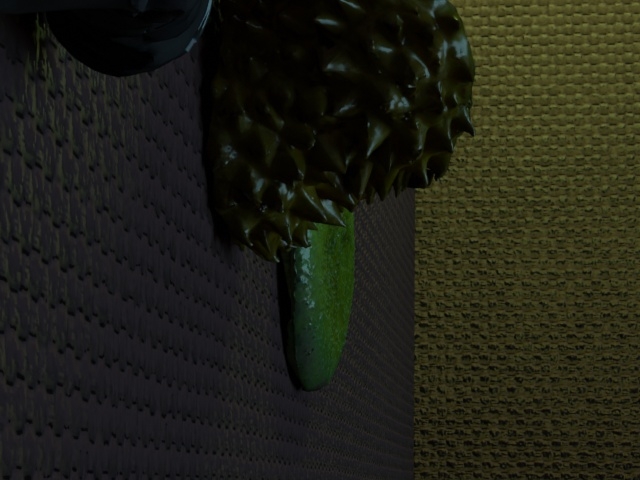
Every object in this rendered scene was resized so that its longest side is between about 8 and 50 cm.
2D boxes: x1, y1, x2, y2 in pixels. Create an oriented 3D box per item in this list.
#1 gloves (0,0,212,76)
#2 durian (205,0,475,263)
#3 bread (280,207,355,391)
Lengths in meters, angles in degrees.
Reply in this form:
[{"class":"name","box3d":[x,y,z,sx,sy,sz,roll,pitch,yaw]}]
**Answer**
[{"class":"gloves","box3d":[-0.101,-0.142,0.699,0.142,0.119,0.285,59,7,8]},{"class":"durian","box3d":[0.016,-0.112,1.254,0.185,0.195,0.305,-68,160,-55]},{"class":"bread","box3d":[-0.001,-0.003,1.695,0.301,0.045,0.301,-1,90,-82]}]
